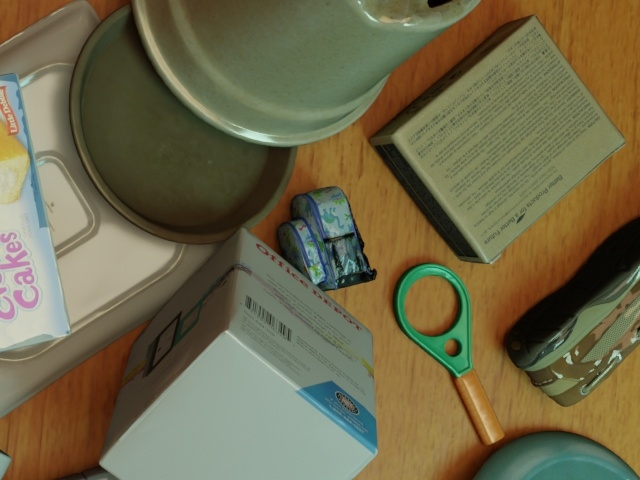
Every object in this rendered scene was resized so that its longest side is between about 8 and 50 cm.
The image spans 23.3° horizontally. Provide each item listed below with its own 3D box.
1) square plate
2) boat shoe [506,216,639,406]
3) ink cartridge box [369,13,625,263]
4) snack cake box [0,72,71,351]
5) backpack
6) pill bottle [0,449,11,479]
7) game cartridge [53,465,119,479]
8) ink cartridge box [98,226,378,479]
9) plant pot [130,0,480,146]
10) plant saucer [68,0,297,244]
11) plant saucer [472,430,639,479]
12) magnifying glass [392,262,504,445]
[{"bbox_3d":[-0.306,-0.034,1.672,0.344,0.049,0.347,-33,99,-15],"label":"square plate"},{"bbox_3d":[0.372,0.072,1.863,0.324,0.122,0.120,-38,106,-6],"label":"boat shoe"},{"bbox_3d":[0.207,-0.117,1.817,0.235,0.088,0.193,-40,103,-15],"label":"ink cartridge box"},{"bbox_3d":[-0.326,-0.026,1.561,0.089,0.152,0.264,-13,93,-17],"label":"snack cake box"},{"bbox_3d":[0.000,0.000,1.741,0.084,0.105,0.114,-14,91,-18],"label":"backpack"},{"bbox_3d":[-0.446,0.326,1.557,0.176,0.176,0.318,32,81,-15],"label":"pill bottle"},{"bbox_3d":[-0.185,0.413,1.705,0.230,0.068,0.355,-15,94,-13],"label":"game cartridge"},{"bbox_3d":[-0.077,0.157,1.601,0.198,0.270,0.197,40,107,-13],"label":"ink cartridge box"},{"bbox_3d":[0.013,-0.286,1.607,0.334,0.305,0.334,4,81,-28],"label":"plant pot"},{"bbox_3d":[-0.151,-0.130,1.693,0.278,0.041,0.278,7,76,-32],"label":"plant saucer"},{"bbox_3d":[0.299,0.378,1.819,0.318,0.044,0.317,8,73,-28],"label":"plant saucer"},{"bbox_3d":[0.158,0.134,1.836,0.092,0.026,0.231,-27,96,-16],"label":"magnifying glass"}]
